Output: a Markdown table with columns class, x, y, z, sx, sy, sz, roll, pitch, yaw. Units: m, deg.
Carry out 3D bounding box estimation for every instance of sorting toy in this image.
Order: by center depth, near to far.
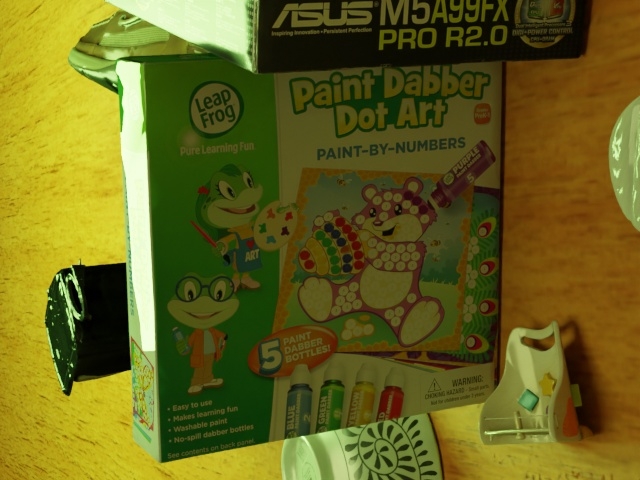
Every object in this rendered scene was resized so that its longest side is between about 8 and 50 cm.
| class | x | y | z | sx | sy | sz | roll | pitch | yaw |
| --- | --- | --- | --- | --- | --- | --- | --- | --- | --- |
| sorting toy | 0.137 | 0.089 | 0.820 | 0.083 | 0.045 | 0.075 | 159 | 110 | -64 |

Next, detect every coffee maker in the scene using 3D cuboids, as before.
| class | x | y | z | sx | sy | sz | roll | pitch | yaw |
| --- | --- | --- | --- | --- | --- | --- | --- | --- | --- |
| coffee maker | -0.164 | 0.074 | 1.273 | 0.171 | 0.178 | 0.120 | 156 | 104 | -66 |

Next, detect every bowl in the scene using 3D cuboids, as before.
| class | x | y | z | sx | sy | sz | roll | pitch | yaw |
| --- | --- | --- | --- | --- | --- | --- | --- | --- | --- |
| bowl | 0.020 | 0.180 | 1.034 | 0.170 | 0.080 | 0.170 | 22 | 115 | 60 |

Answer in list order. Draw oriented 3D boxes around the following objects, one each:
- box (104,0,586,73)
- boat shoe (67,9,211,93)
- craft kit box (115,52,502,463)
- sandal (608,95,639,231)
| class | x | y | z | sx | sy | sz | roll | pitch | yaw |
| --- | --- | --- | --- | --- | --- | --- | --- | --- | --- |
| box | 0.004 | -0.163 | 0.833 | 0.270 | 0.216 | 0.060 | -145 | 54 | -58 |
| boat shoe | -0.143 | -0.183 | 1.270 | 0.324 | 0.122 | 0.120 | 25 | 88 | 58 |
| craft kit box | 0.000 | 0.000 | 0.841 | 0.061 | 0.250 | 0.246 | 17 | 112 | 62 |
| sandal | 0.237 | -0.057 | 0.523 | 0.265 | 0.076 | 0.102 | -9 | 94 | 50 |
